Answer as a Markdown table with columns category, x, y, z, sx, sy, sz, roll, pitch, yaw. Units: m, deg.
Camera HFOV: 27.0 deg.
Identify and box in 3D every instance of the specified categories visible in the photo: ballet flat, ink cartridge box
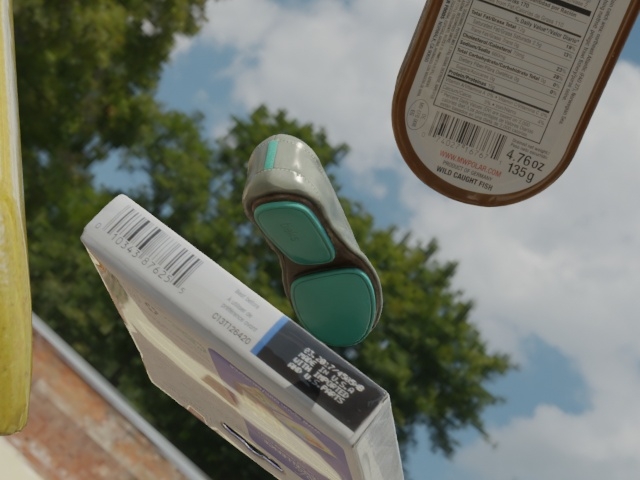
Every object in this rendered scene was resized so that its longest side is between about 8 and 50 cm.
| category | x | y | z | sx | sy | sz | roll | pitch | yaw |
| --- | --- | --- | --- | --- | --- | --- | --- | --- | --- |
| ballet flat | 0.000 | 0.000 | 0.955 | 0.072 | 0.068 | 0.213 | -7 | -34 | 13 |
| ink cartridge box | -0.059 | 0.129 | 1.205 | 0.304 | 0.072 | 0.307 | 34 | -18 | 21 |

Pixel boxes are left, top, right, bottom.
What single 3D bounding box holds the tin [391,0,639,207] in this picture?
| category | x | y | z | sx | sy | sz | roll | pitch | yaw |
| --- | --- | --- | --- | --- | --- | --- | --- | --- | --- |
| tin | 0.104 | -0.105 | 0.697 | 0.106 | 0.040 | 0.189 | 19 | -65 | -2 |

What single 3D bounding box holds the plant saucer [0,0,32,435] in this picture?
| category | x | y | z | sx | sy | sz | roll | pitch | yaw |
| --- | --- | --- | --- | --- | --- | --- | --- | --- | --- |
| plant saucer | -0.256 | -0.106 | 0.567 | 0.333 | 0.081 | 0.332 | 26 | 30 | -33 |
